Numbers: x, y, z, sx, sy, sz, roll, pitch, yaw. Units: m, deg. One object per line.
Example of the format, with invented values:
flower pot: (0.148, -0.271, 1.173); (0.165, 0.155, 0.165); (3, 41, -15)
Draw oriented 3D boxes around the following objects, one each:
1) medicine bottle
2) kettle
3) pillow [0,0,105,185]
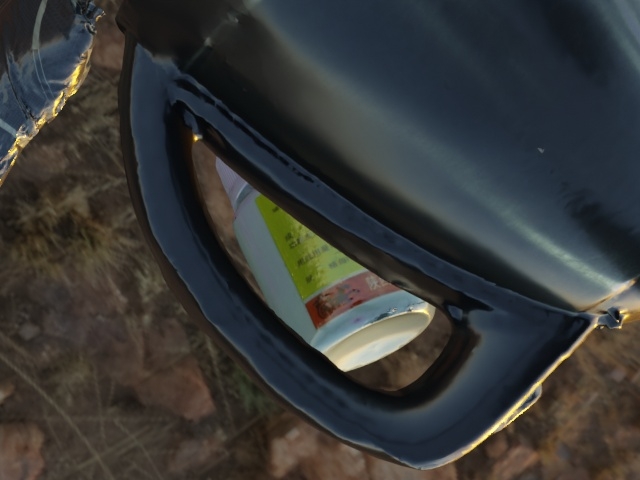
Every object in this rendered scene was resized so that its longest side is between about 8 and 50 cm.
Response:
medicine bottle: (0.000, 0.000, 1.088); (0.139, 0.225, 0.139); (-23, 157, -10)
kettle: (0.066, -0.061, 0.511); (0.271, 0.207, 0.251); (43, 50, -9)
pillow: (-0.336, -0.123, 1.187); (0.092, 0.161, 0.335); (30, 106, -42)
